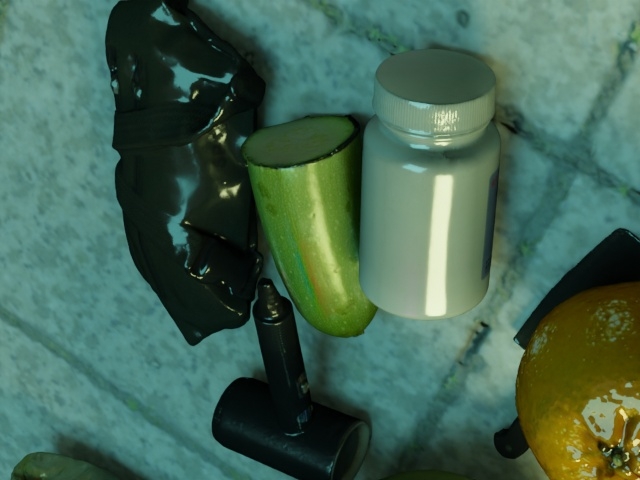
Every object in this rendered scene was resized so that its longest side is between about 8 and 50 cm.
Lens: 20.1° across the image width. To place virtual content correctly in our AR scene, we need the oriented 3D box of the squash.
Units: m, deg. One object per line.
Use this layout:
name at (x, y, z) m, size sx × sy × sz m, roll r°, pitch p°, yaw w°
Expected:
squash at (0.000, 0.000, 1.437) m, size 0.095 × 0.095 × 0.188 m, roll 6°, pitch 123°, yaw 31°

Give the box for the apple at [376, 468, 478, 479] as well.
apple at (0.071, 0.375, 1.463) m, size 0.357 × 0.357 × 0.357 m, roll 17°, pitch 126°, yaw 25°

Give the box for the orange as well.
orange at (0.234, 0.122, 1.308) m, size 0.193 × 0.161 × 0.193 m, roll 14°, pitch 132°, yaw 15°

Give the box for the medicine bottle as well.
medicine bottle at (0.081, -0.041, 1.351) m, size 0.103 × 0.103 × 0.186 m, roll 17°, pitch 125°, yaw 24°

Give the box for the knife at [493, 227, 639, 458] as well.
knife at (0.191, 0.084, 1.417) m, size 0.072 × 0.019 × 0.245 m, roll 40°, pitch 129°, yaw 9°

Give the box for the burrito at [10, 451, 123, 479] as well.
burrito at (-0.164, 0.321, 1.742) m, size 0.348 × 0.107 × 0.175 m, roll 22°, pitch 143°, yaw 23°

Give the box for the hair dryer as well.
hair dryer at (-0.040, 0.107, 1.511) m, size 0.128 × 0.070 × 0.255 m, roll 19°, pitch 144°, yaw 25°

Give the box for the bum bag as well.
bum bag at (-0.109, -0.048, 1.489) m, size 0.142 × 0.080 × 0.326 m, roll 17°, pitch 126°, yaw 29°
